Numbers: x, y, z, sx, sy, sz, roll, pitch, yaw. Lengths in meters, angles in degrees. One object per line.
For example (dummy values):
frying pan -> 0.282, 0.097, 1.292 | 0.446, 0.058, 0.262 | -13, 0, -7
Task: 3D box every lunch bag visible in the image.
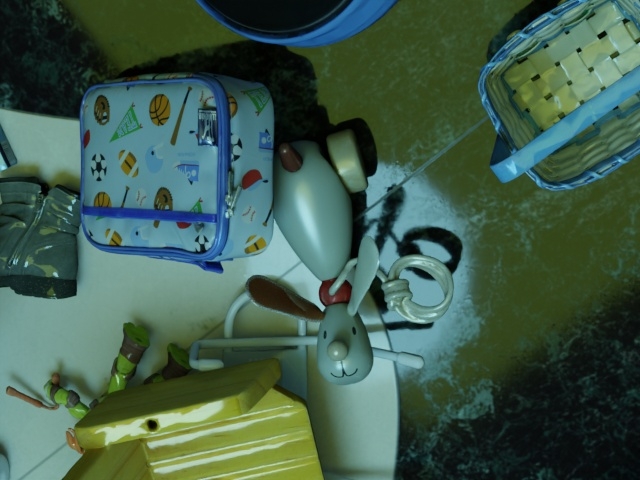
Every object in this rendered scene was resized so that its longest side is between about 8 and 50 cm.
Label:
lunch bag -> -0.180, -0.084, 1.742 | 0.303, 0.115, 0.243 | 5, 94, 45

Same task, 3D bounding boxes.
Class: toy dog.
toy dog -> 0.000, 0.000, 1.748 | 0.220, 0.161, 0.334 | -35, 75, 6

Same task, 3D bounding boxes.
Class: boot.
boot -> -0.436, -0.011, 1.911 | 0.246, 0.083, 0.161 | 5, 93, 8

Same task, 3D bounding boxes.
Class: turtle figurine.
turtle figurine -> -0.288, 0.223, 1.928 | 0.269, 0.087, 0.217 | 33, 107, -3

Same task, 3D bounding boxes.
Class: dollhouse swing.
dollhouse swing -> -0.145, 0.375, 1.691 | 0.315, 0.305, 0.347 | -12, 104, 2

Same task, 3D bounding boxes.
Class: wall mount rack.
wall mount rack -> -0.022, 0.242, 1.875 | 0.304, 0.130, 0.350 | -1, 106, -5

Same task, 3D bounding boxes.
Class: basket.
basket -> 0.304, -0.172, 1.628 | 0.254, 0.289, 0.201 | -34, 102, 12

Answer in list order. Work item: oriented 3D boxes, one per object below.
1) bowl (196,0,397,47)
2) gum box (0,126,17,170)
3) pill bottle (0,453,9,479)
bowl -> -0.046, -0.419, 1.641 | 0.391, 0.077, 0.391 | 13, 113, 34
gum box -> -0.527, -0.140, 1.898 | 0.184, 0.041, 0.157 | -21, 99, 13
pill bottle -> -0.566, 0.338, 1.987 | 0.221, 0.121, 0.121 | 13, 106, 6
